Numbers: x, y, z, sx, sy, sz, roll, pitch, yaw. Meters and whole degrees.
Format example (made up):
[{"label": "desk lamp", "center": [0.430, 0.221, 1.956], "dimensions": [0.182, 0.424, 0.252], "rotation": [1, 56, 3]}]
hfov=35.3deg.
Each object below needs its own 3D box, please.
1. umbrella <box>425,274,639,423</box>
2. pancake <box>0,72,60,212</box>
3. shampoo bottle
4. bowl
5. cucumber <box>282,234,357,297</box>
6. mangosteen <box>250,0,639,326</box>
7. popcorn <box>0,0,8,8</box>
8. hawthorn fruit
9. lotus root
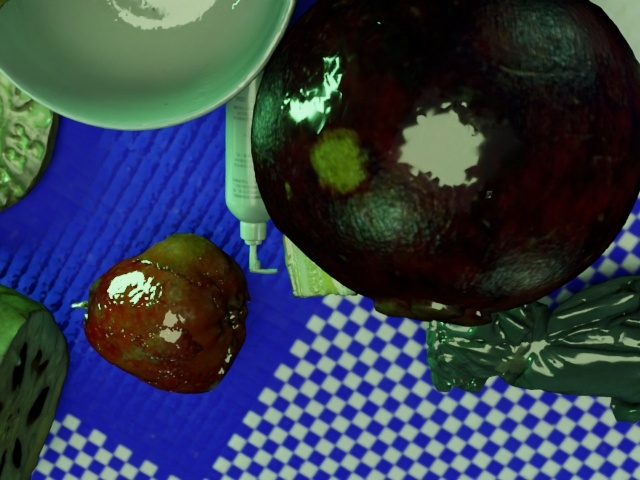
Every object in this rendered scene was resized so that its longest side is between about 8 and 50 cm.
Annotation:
[{"label": "umbrella", "center": [0.265, 0.098, 0.930], "dimensions": [0.348, 0.094, 0.143], "rotation": [6, 125, 9]}, {"label": "pancake", "center": [-0.386, -0.145, 0.952], "dimensions": [0.288, 0.033, 0.286], "rotation": [-10, 106, 8]}, {"label": "shampoo bottle", "center": [-0.061, -0.064, 0.932], "dimensions": [0.056, 0.056, 0.195], "rotation": [4, 106, 4]}, {"label": "bowl", "center": [-0.150, -0.244, 0.843], "dimensions": [0.286, 0.144, 0.287], "rotation": [1, 107, 4]}, {"label": "cucumber", "center": [0.000, 0.000, 0.956], "dimensions": [0.067, 0.035, 0.108], "rotation": [-4, 100, 17]}, {"label": "mangosteen", "center": [0.100, -0.114, 0.789], "dimensions": [0.306, 0.306, 0.360], "rotation": [3, 86, 4]}, {"label": "popcorn", "center": [-0.282, -0.237, 0.710], "dimensions": [0.180, 0.170, 0.180], "rotation": [-3, 103, -13]}, {"label": "hawthorn fruit", "center": [-0.150, 0.066, 0.937], "dimensions": [0.172, 0.148, 0.148], "rotation": [1, 106, 17]}, {"label": "lotus root", "center": [-0.428, 0.127, 0.926], "dimensions": [0.346, 0.250, 0.251], "rotation": [12, 107, 1]}]
